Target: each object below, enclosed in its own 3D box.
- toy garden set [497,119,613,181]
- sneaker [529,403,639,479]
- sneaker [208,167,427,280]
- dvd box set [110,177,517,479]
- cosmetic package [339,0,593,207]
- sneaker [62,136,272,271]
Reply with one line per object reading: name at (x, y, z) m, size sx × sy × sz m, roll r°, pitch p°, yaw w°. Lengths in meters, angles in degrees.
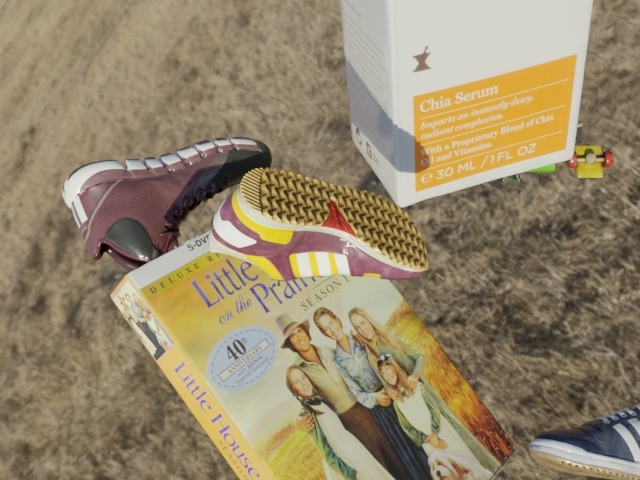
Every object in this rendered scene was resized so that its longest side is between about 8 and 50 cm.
toy garden set at (0.370, -0.164, 1.356) m, size 0.204 × 0.049 × 0.244 m, roll 0°, pitch 31°, yaw 4°
sneaker at (0.410, 0.235, 1.030) m, size 0.099 × 0.282 × 0.153 m, roll 117°, pitch 161°, yaw -73°
sneaker at (0.000, 0.000, 0.649) m, size 0.084 × 0.186 × 0.069 m, roll -45°, pitch 37°, yaw 41°
dvd box set at (0.009, 0.153, 0.892) m, size 0.308 × 0.420 × 0.062 m, roll -30°, pitch -9°, yaw -44°
cosmetic package at (0.146, -0.278, 0.817) m, size 0.230 × 0.453 × 0.161 m, roll -17°, pitch 40°, yaw -10°
sneaker at (-0.180, -0.032, 1.041) m, size 0.106 × 0.281 × 0.162 m, roll 117°, pitch 136°, yaw -63°
